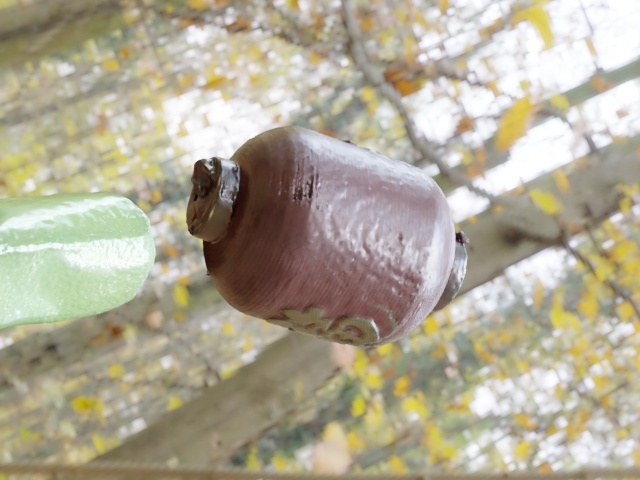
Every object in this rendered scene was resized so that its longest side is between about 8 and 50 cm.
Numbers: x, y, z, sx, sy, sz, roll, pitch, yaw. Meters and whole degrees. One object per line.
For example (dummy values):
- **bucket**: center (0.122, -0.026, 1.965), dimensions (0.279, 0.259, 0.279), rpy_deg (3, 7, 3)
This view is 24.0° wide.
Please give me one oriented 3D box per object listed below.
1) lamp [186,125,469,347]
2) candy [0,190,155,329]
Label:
- **lamp**: center (0.000, 0.000, 1.297), dimensions (0.180, 0.258, 0.180), rpy_deg (-49, -148, 45)
- **candy**: center (-0.325, 0.015, 1.520), dimensions (0.132, 0.343, 0.142), rpy_deg (-46, -114, 34)
